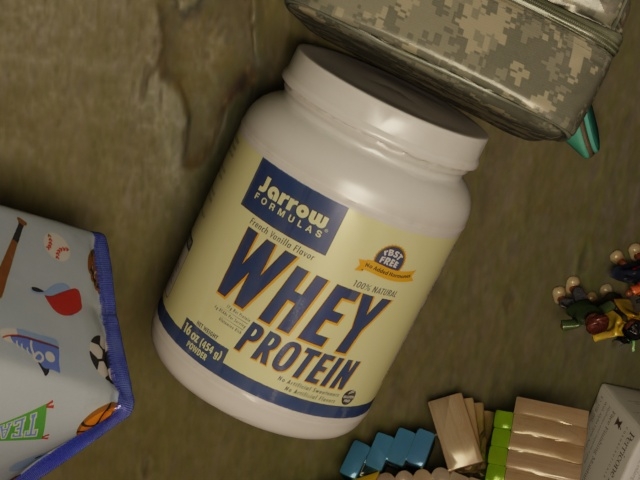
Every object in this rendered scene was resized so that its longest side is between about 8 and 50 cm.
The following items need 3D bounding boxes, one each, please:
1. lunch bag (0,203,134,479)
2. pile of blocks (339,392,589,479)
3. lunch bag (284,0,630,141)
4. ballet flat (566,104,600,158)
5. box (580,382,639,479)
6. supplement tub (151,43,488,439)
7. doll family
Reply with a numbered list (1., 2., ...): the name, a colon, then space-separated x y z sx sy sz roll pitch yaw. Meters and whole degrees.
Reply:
1. lunch bag: -0.412 0.134 1.157 0.385 0.238 0.328 -34 143 30
2. pile of blocks: 0.131 0.268 1.502 0.362 0.148 0.112 -13 159 0
3. lunch bag: 0.142 -0.260 1.170 0.305 0.212 0.256 27 93 2
4. ballet flat: 0.223 -0.193 1.334 0.087 0.083 0.247 -9 117 15
5. box: 0.400 0.287 1.561 0.182 0.119 0.180 12 109 -20
6. supplement tub: 0.000 0.000 1.258 0.236 0.235 0.324 19 107 -22
7. doll family: 0.358 0.064 1.455 0.193 0.111 0.076 -33 117 0
